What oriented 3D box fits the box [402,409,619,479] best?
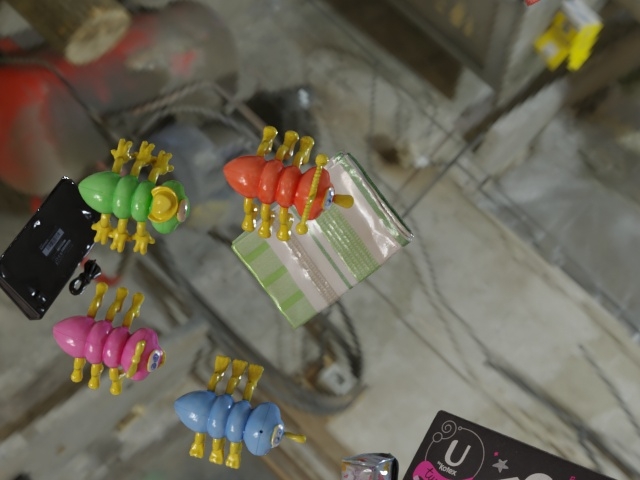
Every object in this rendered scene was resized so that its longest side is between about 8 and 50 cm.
[{"bbox_3d":[0.211,0.285,1.248,0.142,0.247,0.163,-60,140,-14],"label":"box"}]

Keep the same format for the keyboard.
[{"bbox_3d":[-0.299,0.017,1.512,0.023,0.108,0.180,-25,-154,39],"label":"keyboard"}]

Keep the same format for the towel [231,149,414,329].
[{"bbox_3d":[0.000,0.000,1.285,0.152,0.113,0.023,-39,173,11],"label":"towel"}]

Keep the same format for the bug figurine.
[{"bbox_3d":[-0.098,0.039,1.045,0.072,0.216,0.279,-5,106,-85],"label":"bug figurine"}]

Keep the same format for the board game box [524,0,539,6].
[{"bbox_3d":[0.162,-0.351,1.116,0.145,0.281,0.027,-32,-174,-30],"label":"board game box"}]

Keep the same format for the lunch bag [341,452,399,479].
[{"bbox_3d":[0.057,0.269,1.441,0.083,0.053,0.071,9,87,-65],"label":"lunch bag"}]
